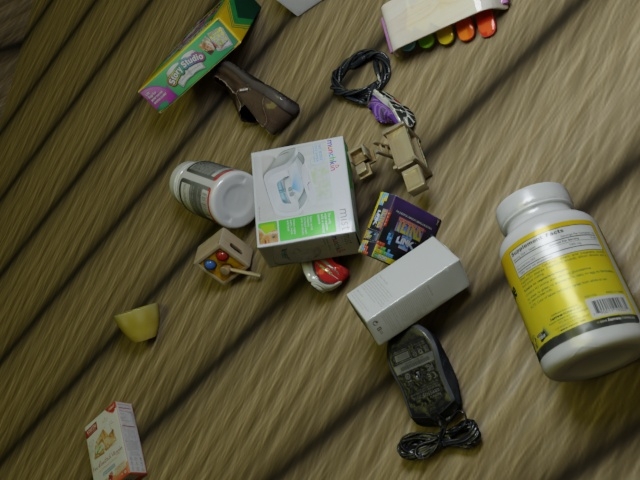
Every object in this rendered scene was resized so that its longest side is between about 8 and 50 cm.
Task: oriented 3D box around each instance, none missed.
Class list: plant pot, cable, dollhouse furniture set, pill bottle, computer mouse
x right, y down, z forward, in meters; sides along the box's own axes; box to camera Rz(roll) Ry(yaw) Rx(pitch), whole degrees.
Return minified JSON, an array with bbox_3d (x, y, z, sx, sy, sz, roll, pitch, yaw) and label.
[{"bbox_3d":[-0.533,0.249,2.138,0.134,0.134,0.095,-17,91,36],"label":"plant pot"},{"bbox_3d":[0.099,-0.436,1.885,0.184,0.047,0.150,33,96,44],"label":"cable"},{"bbox_3d":[0.167,-0.148,1.667,0.161,0.101,0.181,-27,57,23],"label":"dollhouse furniture set"},{"bbox_3d":[-0.304,-0.139,2.039,0.283,0.161,0.161,22,89,51],"label":"pill bottle"},{"bbox_3d":[0.219,0.303,1.488,0.189,0.072,0.272,-25,71,30],"label":"computer mouse"},{"bbox_3d":[0.437,0.068,1.297,0.188,0.188,0.333,-32,54,29],"label":"pill bottle"}]

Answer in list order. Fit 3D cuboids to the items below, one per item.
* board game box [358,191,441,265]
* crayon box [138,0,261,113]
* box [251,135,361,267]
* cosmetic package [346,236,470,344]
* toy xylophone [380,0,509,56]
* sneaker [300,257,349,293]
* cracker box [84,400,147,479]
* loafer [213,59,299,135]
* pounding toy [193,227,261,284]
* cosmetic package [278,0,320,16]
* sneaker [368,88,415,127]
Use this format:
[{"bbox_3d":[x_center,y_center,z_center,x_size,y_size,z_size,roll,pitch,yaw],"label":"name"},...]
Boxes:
[{"bbox_3d":[0.175,-0.011,1.568,0.048,0.170,0.141,21,89,48],"label":"board game box"},{"bbox_3d":[-0.368,-0.592,2.228,0.363,0.106,0.313,-33,26,28],"label":"crayon box"},{"bbox_3d":[-0.032,-0.089,1.713,0.231,0.126,0.261,-9,63,8],"label":"box"},{"bbox_3d":[0.182,0.104,1.507,0.231,0.085,0.117,-32,33,-3],"label":"cosmetic package"},{"bbox_3d":[0.273,-0.574,1.703,0.323,0.081,0.236,-7,92,33],"label":"toy xylophone"},{"bbox_3d":[0.000,0.000,1.789,0.118,0.107,0.279,-28,60,10],"label":"sneaker"},{"bbox_3d":[-0.595,0.605,2.082,0.156,0.067,0.232,-42,50,21],"label":"cracker box"},{"bbox_3d":[-0.215,-0.414,2.092,0.366,0.134,0.130,39,100,43],"label":"loafer"},{"bbox_3d":[-0.246,0.057,1.951,0.130,0.141,0.100,-35,30,30],"label":"pounding toy"},{"bbox_3d":[-0.033,-0.818,2.087,0.225,0.138,0.224,-25,59,34],"label":"cosmetic package"},{"bbox_3d":[0.173,-0.309,1.774,0.071,0.068,0.170,-64,35,24],"label":"sneaker"}]
